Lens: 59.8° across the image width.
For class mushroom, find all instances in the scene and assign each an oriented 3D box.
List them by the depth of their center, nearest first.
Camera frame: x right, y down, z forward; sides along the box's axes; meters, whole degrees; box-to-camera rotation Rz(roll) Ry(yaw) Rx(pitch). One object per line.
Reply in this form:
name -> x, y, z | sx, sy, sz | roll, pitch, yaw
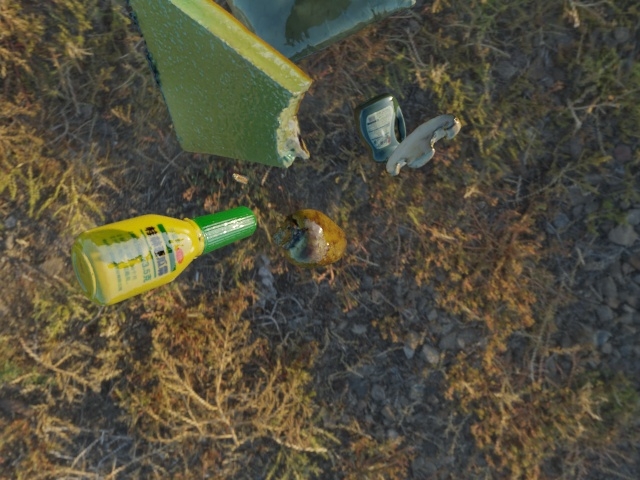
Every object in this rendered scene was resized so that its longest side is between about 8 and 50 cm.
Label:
mushroom -> 0.112, -0.105, 0.620 | 0.101, 0.049, 0.019 | -34, 128, 31

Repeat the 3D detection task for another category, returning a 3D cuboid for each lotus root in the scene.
lotus root -> 0.000, 0.000, 1.050 | 0.190, 0.094, 0.108 | 9, 93, -52

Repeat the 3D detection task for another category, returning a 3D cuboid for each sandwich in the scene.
sandwich -> -0.111, -0.210, 0.683 | 0.211, 0.063, 0.245 | 13, 139, 23

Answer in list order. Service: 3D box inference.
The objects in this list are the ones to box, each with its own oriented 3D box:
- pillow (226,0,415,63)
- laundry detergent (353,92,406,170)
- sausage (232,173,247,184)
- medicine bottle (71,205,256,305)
pillow -> -0.008, -0.406, 0.898 | 0.302, 0.075, 0.185 | -19, 107, 23
laundry detergent -> 0.185, -0.298, 1.590 | 0.144, 0.078, 0.222 | -32, 114, -16
sausage -> -0.169, -0.129, 1.169 | 0.015, 0.100, 0.015 | 0, 89, 7
medicine bottle -> -0.195, 0.004, 0.746 | 0.260, 0.064, 0.095 | -22, 99, -45
